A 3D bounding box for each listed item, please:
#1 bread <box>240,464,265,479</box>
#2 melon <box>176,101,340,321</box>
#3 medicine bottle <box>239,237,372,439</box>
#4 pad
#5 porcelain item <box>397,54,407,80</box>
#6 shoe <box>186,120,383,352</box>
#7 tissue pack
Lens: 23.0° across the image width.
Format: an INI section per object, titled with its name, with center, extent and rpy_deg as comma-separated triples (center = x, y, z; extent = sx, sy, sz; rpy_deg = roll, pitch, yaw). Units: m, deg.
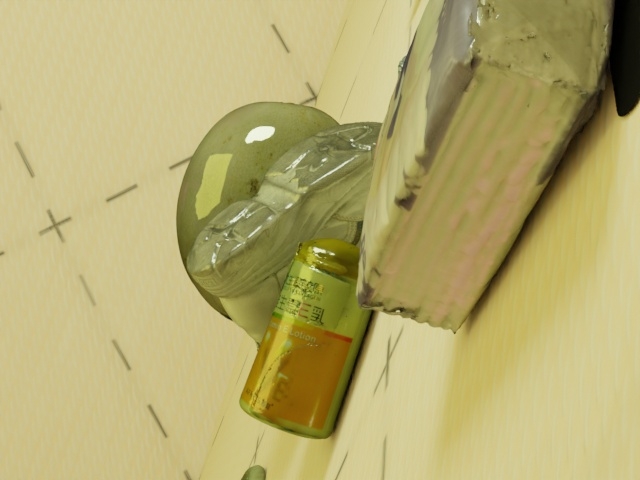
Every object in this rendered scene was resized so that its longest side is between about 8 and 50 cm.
[bread]
center = -0.118, 0.401, 2.447
extent = 0.193, 0.036, 0.112
rpy_deg = -139, 68, -83
[melon]
center = -0.070, -0.032, 2.222
extent = 0.268, 0.268, 0.330
rpy_deg = -123, 40, -82
[medicine bottle]
center = -0.007, 0.114, 1.915
extent = 0.124, 0.124, 0.239
rpy_deg = -155, 83, -84
[pad]
center = 0.259, -0.227, 1.096
extent = 0.181, 0.004, 0.267
rpy_deg = -80, 11, -56
[porcelain item]
center = 0.123, -0.241, 2.243
extent = 0.083, 0.028, 0.036
rpy_deg = -83, 11, -68
[shoe]
center = 0.000, 0.000, 2.041
extent = 0.342, 0.211, 0.132
rpy_deg = -40, 33, -18
[tissue pack]
center = 0.129, -0.110, 1.312
extent = 0.344, 0.125, 0.242
rpy_deg = 114, 169, -52
